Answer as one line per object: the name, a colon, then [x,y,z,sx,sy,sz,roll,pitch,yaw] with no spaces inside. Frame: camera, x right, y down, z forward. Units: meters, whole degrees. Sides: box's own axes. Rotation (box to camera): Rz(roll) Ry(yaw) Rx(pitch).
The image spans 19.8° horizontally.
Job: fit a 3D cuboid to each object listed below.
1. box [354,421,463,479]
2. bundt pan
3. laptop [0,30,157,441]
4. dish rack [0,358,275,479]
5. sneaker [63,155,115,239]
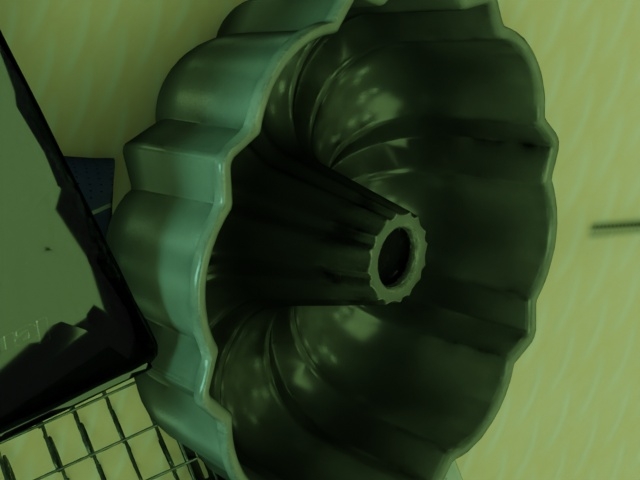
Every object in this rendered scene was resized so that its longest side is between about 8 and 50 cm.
box: [0.012,0.202,1.204,0.170,0.130,0.091,-19,69,-6]
bundt pan: [0.000,0.000,1.084,0.331,0.124,0.331,-17,113,-47]
laptop: [-0.353,-0.064,0.973,0.382,0.408,0.236,-25,145,-4]
dish rack: [-0.163,0.110,1.162,0.271,0.074,0.208,-23,124,-8]
sneaker: [-0.275,-0.048,1.058,0.315,0.127,0.182,-5,113,-10]
